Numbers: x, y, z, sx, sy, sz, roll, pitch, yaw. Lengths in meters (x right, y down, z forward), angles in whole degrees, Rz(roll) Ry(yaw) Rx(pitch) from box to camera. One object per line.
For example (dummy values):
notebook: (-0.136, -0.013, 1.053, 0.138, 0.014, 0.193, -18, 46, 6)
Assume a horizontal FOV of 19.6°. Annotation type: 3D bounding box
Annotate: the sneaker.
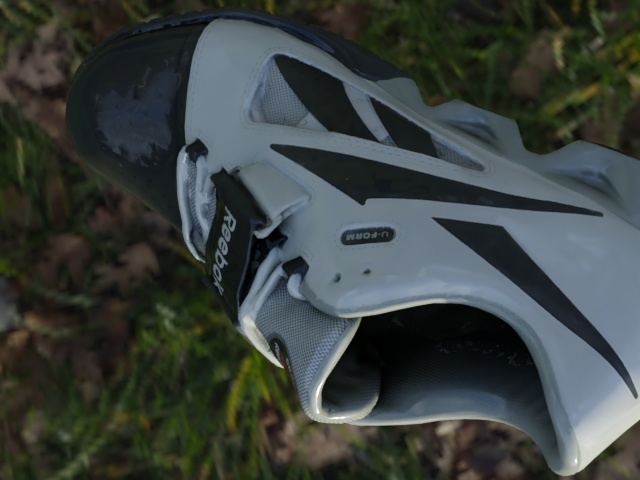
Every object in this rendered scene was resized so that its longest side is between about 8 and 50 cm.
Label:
sneaker: (0.000, 0.000, 0.800, 0.146, 0.331, 0.122, -50, 146, -35)
